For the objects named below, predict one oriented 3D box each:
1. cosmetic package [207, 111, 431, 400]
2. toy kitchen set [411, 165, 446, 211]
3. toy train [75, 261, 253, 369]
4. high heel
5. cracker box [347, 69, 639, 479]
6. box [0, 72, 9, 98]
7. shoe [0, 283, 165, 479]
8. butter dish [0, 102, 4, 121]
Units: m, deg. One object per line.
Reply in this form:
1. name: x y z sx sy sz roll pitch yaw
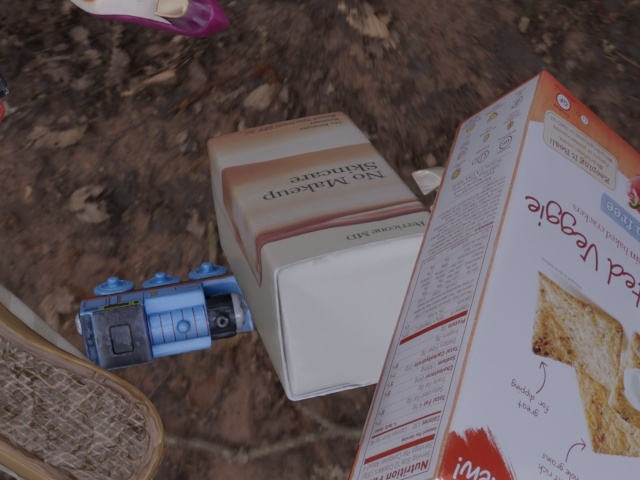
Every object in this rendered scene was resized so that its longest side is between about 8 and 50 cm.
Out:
1. cosmetic package: 0.000 0.000 1.074 0.153 0.296 0.129 -13 118 -12
2. toy kitchen set: 0.188 -0.002 1.889 0.166 0.122 0.207 -34 81 29
3. toy train: -0.154 0.076 1.195 0.184 0.105 0.080 -9 106 -7
4. high heel: -0.244 -0.334 1.652 0.244 0.117 0.082 13 91 27
5. cracker box: 0.114 0.056 0.547 0.155 0.232 0.067 36 141 -20
6. box: -0.216 -0.132 0.539 0.051 0.220 0.175 -28 104 -18
7. shoe: -0.165 0.040 0.498 0.219 0.058 0.077 39 68 -10
8. butter dish: -0.550 -0.212 1.853 0.118 0.160 0.160 18 62 -2
